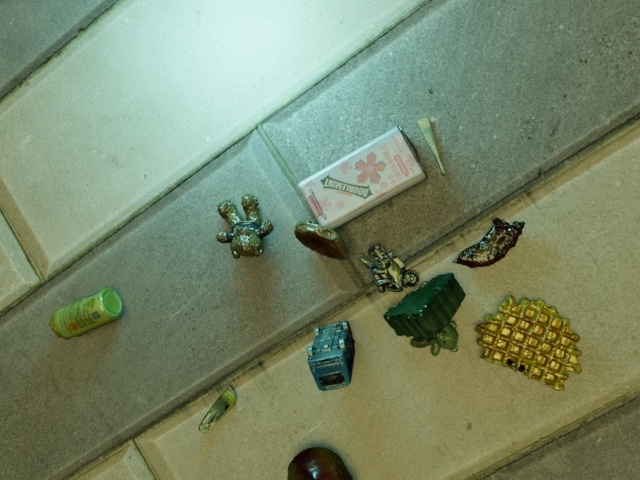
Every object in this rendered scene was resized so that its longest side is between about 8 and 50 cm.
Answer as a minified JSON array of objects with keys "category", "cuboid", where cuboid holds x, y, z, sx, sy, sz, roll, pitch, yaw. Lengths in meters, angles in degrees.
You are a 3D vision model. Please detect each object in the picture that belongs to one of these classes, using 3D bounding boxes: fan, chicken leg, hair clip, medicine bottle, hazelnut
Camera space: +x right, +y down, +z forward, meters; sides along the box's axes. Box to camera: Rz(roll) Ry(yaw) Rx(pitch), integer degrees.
[{"category":"fan","cuboid":[0.351,-0.292,1.455,0.038,0.016,0.193,-21,86,13]},{"category":"chicken leg","cuboid":[0.515,0.014,1.403,0.105,0.063,0.234,45,99,12]},{"category":"hair clip","cuboid":[-0.349,0.583,1.593,0.060,0.033,0.188,40,95,6]},{"category":"medicine bottle","cuboid":[-0.827,0.263,1.640,0.239,0.124,0.124,-24,86,11]},{"category":"hazelnut","cuboid":[0.005,0.775,1.451,0.217,0.217,0.251,-31,61,10]}]

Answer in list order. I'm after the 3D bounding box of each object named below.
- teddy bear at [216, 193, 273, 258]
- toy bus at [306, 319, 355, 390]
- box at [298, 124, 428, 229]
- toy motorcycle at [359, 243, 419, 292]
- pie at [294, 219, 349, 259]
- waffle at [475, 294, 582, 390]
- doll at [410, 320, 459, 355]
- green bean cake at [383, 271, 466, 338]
[{"category":"teddy bear","cuboid":[-0.239,-0.035,1.514,0.182,0.129,0.251,-21,48,8]},{"category":"toy bus","cuboid":[0.040,0.342,1.411,0.114,0.246,0.134,-16,99,10]},{"category":"box","cuboid":[0.135,-0.187,1.454,0.370,0.112,0.190,-28,86,8]},{"category":"toy motorcycle","cuboid":[0.208,0.103,1.465,0.193,0.061,0.124,38,91,0]},{"category":"pie","cuboid":[0.000,0.000,1.444,0.195,0.195,0.046,25,72,10]},{"category":"waffle","cuboid":[0.615,0.310,1.390,0.284,0.065,0.309,-25,83,8]},{"category":"doll","cuboid":[0.349,0.300,1.439,0.151,0.077,0.114,-8,79,22]},{"category":"green bean cake","cuboid":[0.320,0.198,1.415,0.107,0.193,0.208,50,62,-9]}]
